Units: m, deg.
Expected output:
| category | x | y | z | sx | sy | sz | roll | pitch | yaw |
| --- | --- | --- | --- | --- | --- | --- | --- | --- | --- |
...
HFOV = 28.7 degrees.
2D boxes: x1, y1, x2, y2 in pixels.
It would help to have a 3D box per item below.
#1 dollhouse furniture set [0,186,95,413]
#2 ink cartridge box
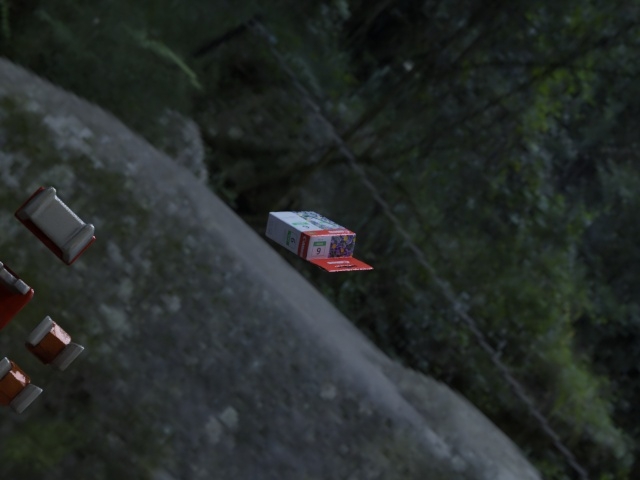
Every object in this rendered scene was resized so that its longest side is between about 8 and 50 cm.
| category | x | y | z | sx | sy | sz | roll | pitch | yaw |
| --- | --- | --- | --- | --- | --- | --- | --- | --- | --- |
| dollhouse furniture set | -0.412 | 0.056 | 1.616 | 0.262 | 0.259 | 0.135 | 45 | -18 | -8 |
| ink cartridge box | 0.000 | 0.000 | 1.314 | 0.063 | 0.029 | 0.115 | -3 | 21 | -38 |
